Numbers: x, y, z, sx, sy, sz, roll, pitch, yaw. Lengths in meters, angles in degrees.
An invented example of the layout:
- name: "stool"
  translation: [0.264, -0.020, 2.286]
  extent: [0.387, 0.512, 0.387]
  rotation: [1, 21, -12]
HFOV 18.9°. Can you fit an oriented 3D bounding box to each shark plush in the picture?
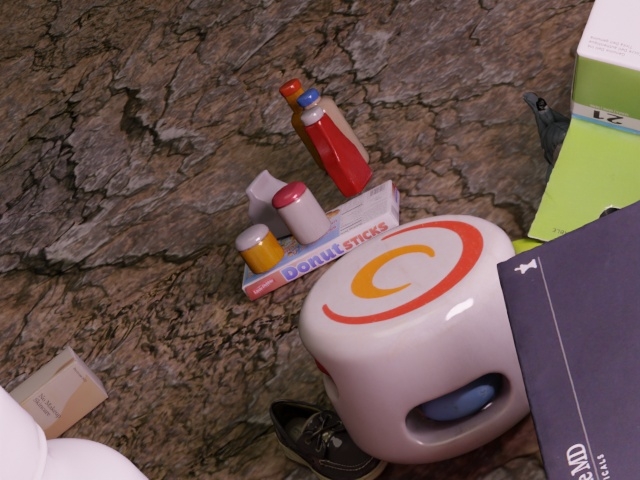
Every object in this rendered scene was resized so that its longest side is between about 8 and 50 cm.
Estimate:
- name: "shark plush"
  translation: [0.226, -0.109, 1.796]
  extent: [0.073, 0.067, 0.161]
  rotation: [-29, 29, 17]

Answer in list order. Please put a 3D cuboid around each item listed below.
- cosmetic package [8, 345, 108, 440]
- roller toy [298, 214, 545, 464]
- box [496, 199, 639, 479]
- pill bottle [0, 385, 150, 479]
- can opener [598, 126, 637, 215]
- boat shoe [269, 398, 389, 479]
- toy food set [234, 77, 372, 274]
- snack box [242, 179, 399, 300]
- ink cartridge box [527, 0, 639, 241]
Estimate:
- name: "cosmetic package"
  translation: [-0.283, 0.170, 1.986]
  extent: [0.115, 0.060, 0.041]
  rotation: [-39, 28, 0]
- name: "roller toy"
  translation: [0.089, 0.085, 1.579]
  extent: [0.209, 0.146, 0.191]
  rotation: [-1, 34, 43]
- name: "box"
  translation: [0.307, 0.101, 1.237]
  extent: [0.312, 0.179, 0.343]
  rotation: [-25, 30, 12]
- name: "pill bottle"
  translation: [-0.157, 0.283, 1.284]
  extent: [0.229, 0.407, 0.229]
  rotation: [-29, 29, 18]
- name: "can opener"
  translation: [0.336, -0.124, 1.659]
  extent: [0.283, 0.095, 0.076]
  rotation: [-47, 30, -17]
- name: "boat shoe"
  translation: [0.001, 0.172, 1.654]
  extent: [0.056, 0.049, 0.152]
  rotation: [-49, 29, -20]
- name: "toy food set"
  translation: [-0.025, -0.077, 1.966]
  extent: [0.111, 0.104, 0.232]
  rotation: [-18, 24, 39]
- name: "snack box"
  translation: [0.000, 0.000, 1.948]
  extent: [0.178, 0.022, 0.064]
  rotation: [-27, 28, 19]
- name: "ink cartridge box"
  translation: [0.294, -0.104, 1.560]
  extent: [0.189, 0.097, 0.255]
  rotation: [16, 59, 13]
